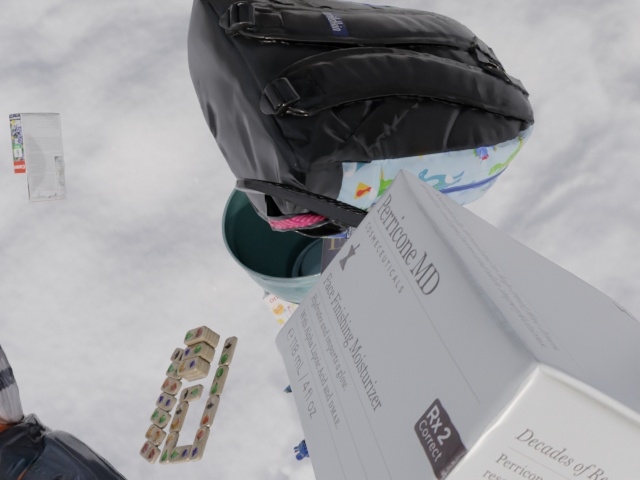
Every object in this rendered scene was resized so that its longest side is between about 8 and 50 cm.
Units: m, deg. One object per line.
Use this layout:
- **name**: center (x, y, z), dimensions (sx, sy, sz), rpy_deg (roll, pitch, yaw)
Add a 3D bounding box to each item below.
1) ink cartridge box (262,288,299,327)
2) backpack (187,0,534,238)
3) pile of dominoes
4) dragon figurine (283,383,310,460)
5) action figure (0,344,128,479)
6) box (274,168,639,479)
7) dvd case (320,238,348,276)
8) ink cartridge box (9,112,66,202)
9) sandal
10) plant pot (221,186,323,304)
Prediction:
- **ink cartridge box**: center (-0.044, 0.122, 1.786), dimensions (0.092, 0.090, 0.143), rpy_deg (-34, 98, 5)
- **backpack**: center (0.061, -0.139, 1.038), dimensions (0.356, 0.273, 0.290), rpy_deg (-17, 57, -22)
- **pile of dominoes**: center (-0.247, 0.273, 1.646), dimensions (0.196, 0.040, 0.251), rpy_deg (-20, 43, 42)
- **dragon figurine**: center (0.022, 0.288, 1.764), dimensions (0.144, 0.085, 0.289), rpy_deg (47, 117, 29)
- **action figure**: center (-0.225, 0.178, 0.644), dimensions (0.330, 0.341, 0.178), rpy_deg (44, 89, -1)
- **box**: center (0.093, 0.085, 0.432), dimensions (0.119, 0.182, 0.181), rpy_deg (-54, 24, 15)
- **dvd case**: center (0.081, -0.046, 1.267), dimensions (0.165, 0.018, 0.221), rpy_deg (-7, 67, 28)
- **ink cartridge box**: center (-0.368, -0.109, 1.216), dimensions (0.029, 0.063, 0.115), rpy_deg (0, 96, 37)
- **sandal**: center (-0.006, -0.019, 0.791), dimensions (0.179, 0.067, 0.040), rpy_deg (20, 99, 32)
- **plant pot**: center (0.000, 0.000, 1.617), dimensions (0.293, 0.196, 0.293), rpy_deg (-10, 51, 13)
